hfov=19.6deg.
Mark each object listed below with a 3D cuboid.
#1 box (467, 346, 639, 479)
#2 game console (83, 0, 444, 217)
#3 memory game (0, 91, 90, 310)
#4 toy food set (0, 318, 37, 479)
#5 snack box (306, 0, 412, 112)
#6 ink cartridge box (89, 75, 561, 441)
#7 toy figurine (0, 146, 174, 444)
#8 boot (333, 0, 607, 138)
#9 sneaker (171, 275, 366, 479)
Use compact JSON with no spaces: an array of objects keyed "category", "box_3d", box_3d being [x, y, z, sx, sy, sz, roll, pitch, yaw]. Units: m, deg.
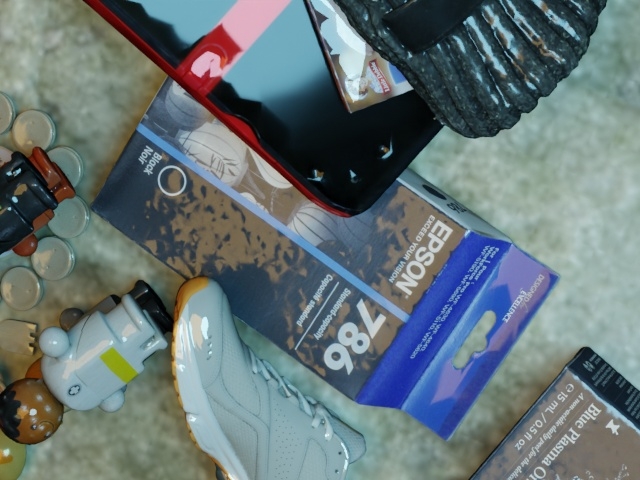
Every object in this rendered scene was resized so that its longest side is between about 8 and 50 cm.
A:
[{"category":"box","box_3d":[0.198,0.190,1.347,0.158,0.093,0.156,40,105,9]},{"category":"game console","box_3d":[0.022,-0.258,1.298,0.342,0.060,0.386,41,96,-15]},{"category":"memory game","box_3d":[-0.273,-0.031,1.513,0.186,0.012,0.186,2,96,18]},{"category":"toy food set","box_3d":[-0.301,0.156,1.526,0.132,0.038,0.192,8,98,16]},{"category":"snack box","box_3d":[0.018,-0.182,1.274,0.064,0.022,0.178,-22,105,-4]},{"category":"ink cartridge box","box_3d":[0.000,0.000,1.406,0.333,0.065,0.165,34,104,11]},{"category":"toy figurine","box_3d":[-0.222,0.045,1.390,0.148,0.213,0.209,-37,97,0]},{"category":"boot","box_3d":[0.112,-0.268,1.210,0.260,0.131,0.348,35,91,-18]},{"category":"sneaker","box_3d":[-0.033,0.135,1.400,0.121,0.099,0.262,-15,115,6]}]
